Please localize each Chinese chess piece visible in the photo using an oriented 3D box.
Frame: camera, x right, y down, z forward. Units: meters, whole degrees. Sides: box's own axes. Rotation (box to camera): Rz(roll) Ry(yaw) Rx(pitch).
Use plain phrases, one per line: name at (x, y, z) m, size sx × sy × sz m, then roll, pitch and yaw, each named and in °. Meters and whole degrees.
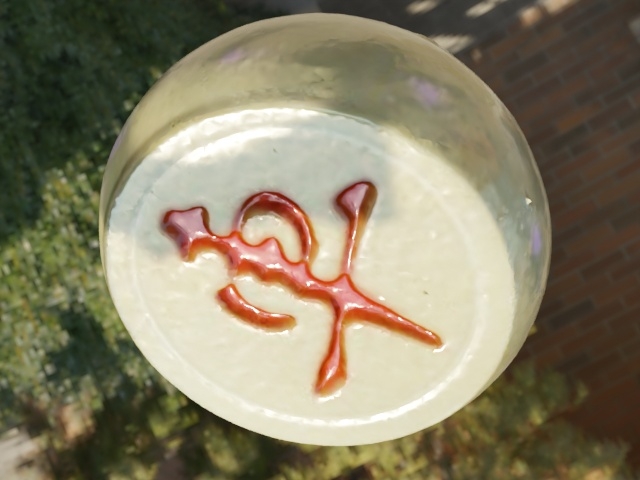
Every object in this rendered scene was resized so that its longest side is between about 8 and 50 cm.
Chinese chess piece at (0.000, 0.000, 0.731) m, size 0.251 × 0.251 × 0.097 m, roll -35°, pitch -162°, yaw 31°
